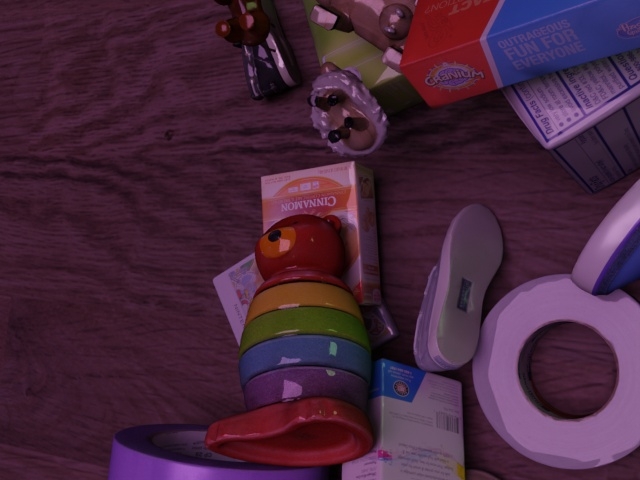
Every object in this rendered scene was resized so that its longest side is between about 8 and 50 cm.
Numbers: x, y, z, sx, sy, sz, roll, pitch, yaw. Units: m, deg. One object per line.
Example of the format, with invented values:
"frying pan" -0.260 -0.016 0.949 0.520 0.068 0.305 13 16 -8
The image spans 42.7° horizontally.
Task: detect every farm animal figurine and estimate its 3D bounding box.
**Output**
"farm animal figurine" 0.052 -0.311 0.951 0.330 0.172 0.327 -43 85 21

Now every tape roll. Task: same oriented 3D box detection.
"tape roll" 0.292 0.150 0.954 0.219 0.072 0.219 -3 83 27
"tape roll" -0.127 0.301 1.035 0.274 0.275 0.090 4 86 27

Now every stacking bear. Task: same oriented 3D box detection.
"stacking bear" -0.022 0.100 0.952 0.175 0.164 0.289 -19 55 28

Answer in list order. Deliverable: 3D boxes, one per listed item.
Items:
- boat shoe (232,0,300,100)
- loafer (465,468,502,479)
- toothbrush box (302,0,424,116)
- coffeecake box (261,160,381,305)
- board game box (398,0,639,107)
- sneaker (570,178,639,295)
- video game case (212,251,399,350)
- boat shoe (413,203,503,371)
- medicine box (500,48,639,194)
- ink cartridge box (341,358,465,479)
"boat shoe" -0.104 -0.319 1.210 0.079 0.084 0.233 -24 76 22
"loafer" 0.227 0.389 0.945 0.102 0.092 0.268 -41 68 17
"toothbrush box" 0.133 -0.305 1.066 0.283 0.122 0.206 -20 76 22
"coffeecake box" 0.000 0.000 1.094 0.142 0.068 0.186 -7 81 25
"board game box" 0.219 -0.291 0.772 0.242 0.064 0.317 -11 51 40
"sneaker" 0.450 0.002 0.836 0.323 0.130 0.236 -41 65 -2
"video game case" -0.028 0.091 1.151 0.227 0.026 0.206 -32 71 20
"boat shoe" 0.160 0.057 1.007 0.081 0.079 0.228 -34 30 55
"medicine box" 0.349 -0.201 0.861 0.289 0.263 0.149 -33 69 19
"ink cartridge box" 0.098 0.270 0.958 0.078 0.134 0.231 -30 48 47
